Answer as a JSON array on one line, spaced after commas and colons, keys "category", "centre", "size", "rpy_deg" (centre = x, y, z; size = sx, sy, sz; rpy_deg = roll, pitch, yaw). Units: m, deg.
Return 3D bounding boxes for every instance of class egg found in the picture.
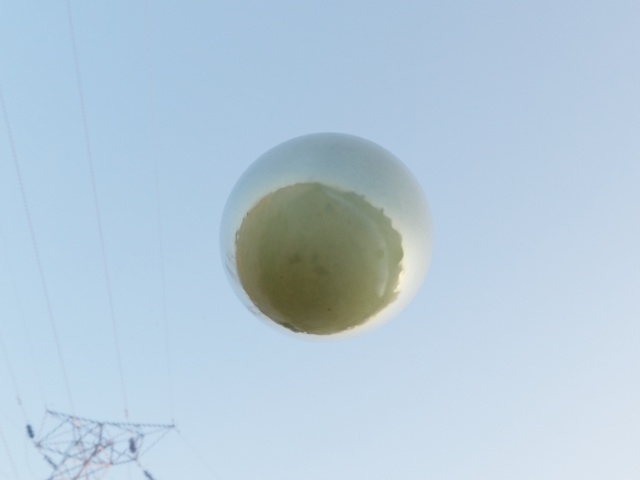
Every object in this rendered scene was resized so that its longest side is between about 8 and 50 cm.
[{"category": "egg", "centre": [0.000, 0.000, 0.649], "size": [0.188, 0.189, 0.253], "rpy_deg": [36, -16, -7]}]
